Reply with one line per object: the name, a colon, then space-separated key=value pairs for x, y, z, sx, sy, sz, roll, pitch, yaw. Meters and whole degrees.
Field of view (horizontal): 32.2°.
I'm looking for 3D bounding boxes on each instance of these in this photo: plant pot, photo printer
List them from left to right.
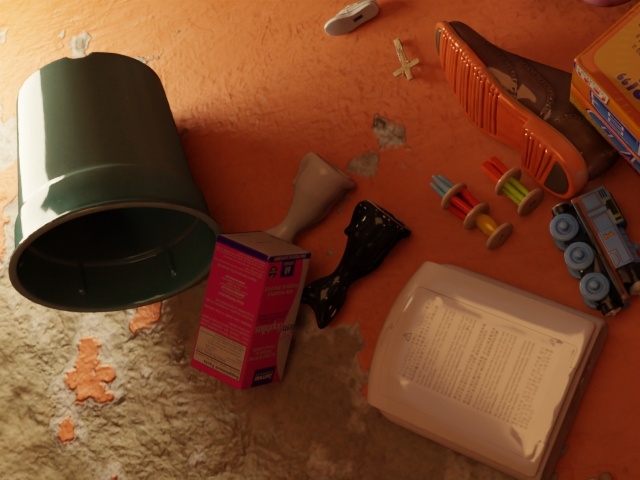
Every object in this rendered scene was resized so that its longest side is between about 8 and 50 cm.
plant pot: x=-0.358 y=-0.105 z=1.830 sx=0.341 sy=0.341 sz=0.334 roll=-25 pitch=61 yaw=16
photo printer: x=0.227 y=0.181 z=1.608 sx=0.307 sy=0.107 sz=0.256 roll=20 pitch=85 yaw=27

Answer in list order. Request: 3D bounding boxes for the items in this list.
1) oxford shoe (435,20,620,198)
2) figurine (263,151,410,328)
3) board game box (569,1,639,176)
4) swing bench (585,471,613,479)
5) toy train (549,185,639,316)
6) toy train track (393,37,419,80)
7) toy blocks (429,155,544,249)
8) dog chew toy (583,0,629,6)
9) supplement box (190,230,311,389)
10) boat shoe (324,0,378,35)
oxford shoe: x=0.310 y=-0.219 z=1.688 sx=0.132 sy=0.130 sz=0.364 roll=-31 pitch=64 yaw=-14
figurine: x=0.000 y=0.000 z=1.769 sx=0.215 sy=0.092 sz=0.209 roll=43 pitch=99 yaw=27
board game box: x=0.562 y=-0.186 z=1.371 sx=0.356 sy=0.356 sz=0.356 roll=-41 pitch=82 yaw=8
swing bench: x=0.298 y=0.468 z=1.478 sx=0.253 sy=0.165 sz=0.255 roll=-20 pitch=75 yaw=17
toy train: x=0.402 y=0.016 z=1.593 sx=0.105 sy=0.080 sz=0.184 roll=-26 pitch=68 yaw=9
toy train track: x=0.138 y=-0.296 z=1.822 sx=0.048 sy=0.014 sz=0.083 roll=-28 pitch=61 yaw=22
toy blocks: x=0.248 y=-0.076 z=1.695 sx=0.123 sy=0.054 sz=0.148 roll=-48 pitch=63 yaw=6
dog chew toy: x=0.414 y=-0.439 z=1.644 sx=0.331 sy=0.206 sz=0.207 roll=21 pitch=85 yaw=18
supplement box: x=-0.110 y=0.107 z=1.732 sx=0.114 sy=0.111 sz=0.220 roll=22 pitch=106 yaw=32
boat shoe: x=0.051 y=-0.380 z=1.873 sx=0.100 sy=0.035 sz=0.035 roll=-27 pitch=41 yaw=19
